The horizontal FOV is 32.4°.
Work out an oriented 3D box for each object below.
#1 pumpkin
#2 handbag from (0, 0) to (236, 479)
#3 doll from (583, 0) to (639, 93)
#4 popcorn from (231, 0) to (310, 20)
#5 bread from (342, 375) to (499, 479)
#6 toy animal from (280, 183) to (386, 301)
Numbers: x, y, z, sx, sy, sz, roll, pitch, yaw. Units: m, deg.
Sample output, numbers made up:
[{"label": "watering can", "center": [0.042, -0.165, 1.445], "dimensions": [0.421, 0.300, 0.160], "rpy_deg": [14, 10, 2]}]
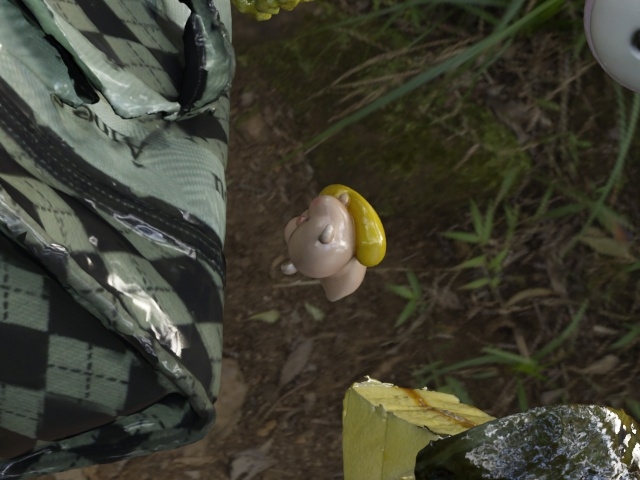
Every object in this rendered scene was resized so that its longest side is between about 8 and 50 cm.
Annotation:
[{"label": "pumpkin", "center": [0.269, 0.269, 1.160], "dimensions": [0.312, 0.169, 0.148], "rpy_deg": [-4, 55, -12]}, {"label": "handbag", "center": [-0.174, -0.134, 0.551], "dimensions": [0.316, 0.180, 0.416], "rpy_deg": [54, 25, -44]}, {"label": "doll", "center": [0.288, -0.140, 0.616], "dimensions": [0.094, 0.365, 0.160], "rpy_deg": [-43, 136, -39]}, {"label": "popcorn", "center": [-0.066, -0.456, 1.657], "dimensions": [0.181, 0.235, 0.217], "rpy_deg": [-17, 55, -47]}, {"label": "bread", "center": [0.196, 0.288, 1.677], "dimensions": [0.263, 0.236, 0.198], "rpy_deg": [10, 65, -35]}, {"label": "toy animal", "center": [0.000, 0.000, 0.972], "dimensions": [0.082, 0.114, 0.091], "rpy_deg": [-14, 66, -25]}]
